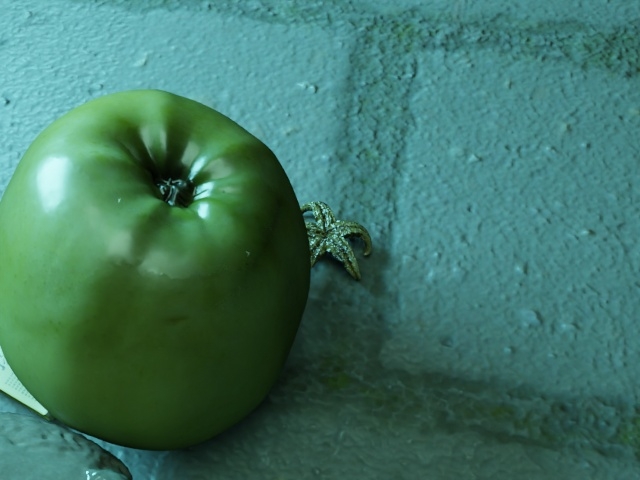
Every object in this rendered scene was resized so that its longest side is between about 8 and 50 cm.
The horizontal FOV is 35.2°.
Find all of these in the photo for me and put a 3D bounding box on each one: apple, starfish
[{"bbox_3d":[-0.125,0.022,0.769,0.263,0.262,0.262,-1,61,2],"label":"apple"},{"bbox_3d":[0.000,0.000,0.896,0.091,0.028,0.078,-1,63,7],"label":"starfish"}]

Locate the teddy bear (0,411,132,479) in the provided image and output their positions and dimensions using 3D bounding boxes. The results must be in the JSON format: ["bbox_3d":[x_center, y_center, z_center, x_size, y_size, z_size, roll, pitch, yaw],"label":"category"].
[{"bbox_3d":[-0.259,0.182,0.699,0.267,0.236,0.151,18,103,-2],"label":"teddy bear"}]

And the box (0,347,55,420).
[{"bbox_3d":[-0.268,0.088,0.861,0.149,0.020,0.073,25,65,15],"label":"box"}]
